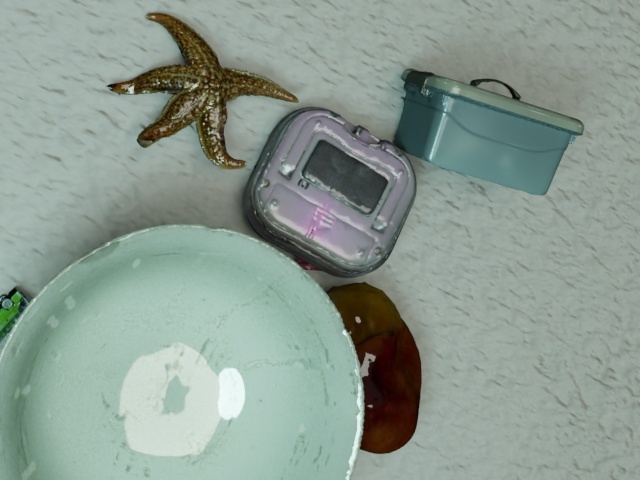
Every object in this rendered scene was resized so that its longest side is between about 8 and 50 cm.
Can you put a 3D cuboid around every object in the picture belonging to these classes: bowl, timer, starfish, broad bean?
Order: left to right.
[{"bbox_3d":[-0.181,0.194,1.227,0.434,0.196,0.435,-1,94,-20],"label":"bowl"},{"bbox_3d":[-0.142,-0.188,1.279,0.238,0.057,0.213,-9,82,-16],"label":"starfish"},{"bbox_3d":[0.015,-0.063,1.331,0.208,0.069,0.191,27,76,-9],"label":"timer"},{"bbox_3d":[0.060,0.168,1.352,0.156,0.122,0.228,-12,101,-14],"label":"broad bean"}]

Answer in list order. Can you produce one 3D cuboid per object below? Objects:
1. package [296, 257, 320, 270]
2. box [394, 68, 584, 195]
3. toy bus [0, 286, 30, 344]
[{"bbox_3d":[0.000,0.000,1.368,0.059,0.029,0.083,9,85,-16],"label":"package"},{"bbox_3d":[0.215,-0.150,1.368,0.227,0.162,0.130,13,100,-19],"label":"box"},{"bbox_3d":[-0.384,0.097,1.240,0.037,0.031,0.083,44,80,-24],"label":"toy bus"}]
